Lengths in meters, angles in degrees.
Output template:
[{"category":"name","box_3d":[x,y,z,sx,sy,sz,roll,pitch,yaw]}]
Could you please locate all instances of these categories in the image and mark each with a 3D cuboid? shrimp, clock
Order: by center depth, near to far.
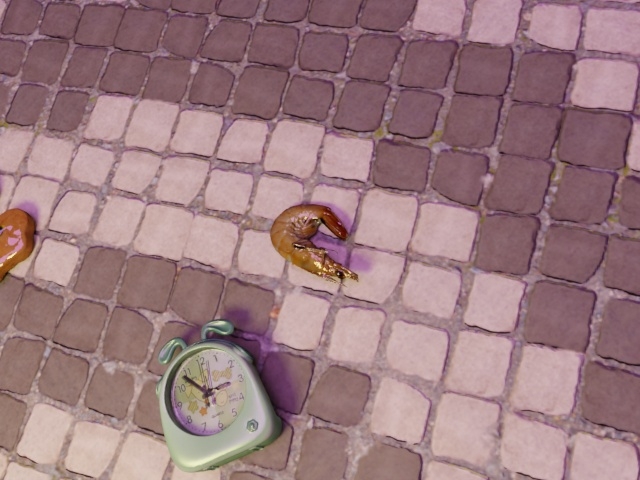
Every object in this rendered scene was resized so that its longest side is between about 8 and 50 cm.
[{"category":"clock","box_3d":[-0.144,0.205,0.953,0.148,0.060,0.188,-23,69,8]},{"category":"shrimp","box_3d":[0.002,0.004,0.994,0.162,0.045,0.095,30,62,26]}]

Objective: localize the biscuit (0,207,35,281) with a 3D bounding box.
[{"category":"biscuit","box_3d":[-0.611,0.056,1.126,0.202,0.047,0.334,38,85,19]}]
